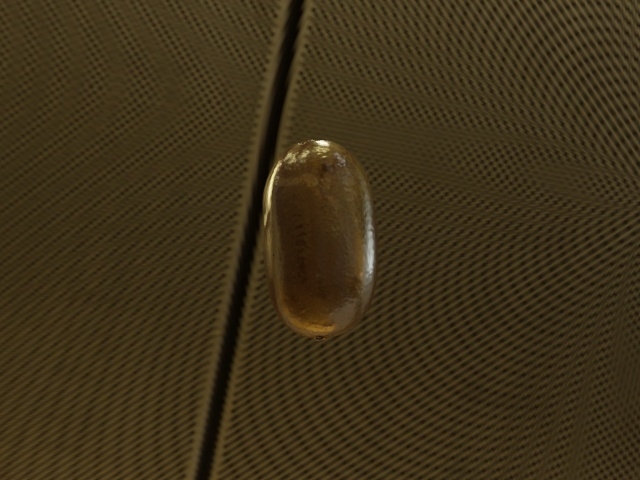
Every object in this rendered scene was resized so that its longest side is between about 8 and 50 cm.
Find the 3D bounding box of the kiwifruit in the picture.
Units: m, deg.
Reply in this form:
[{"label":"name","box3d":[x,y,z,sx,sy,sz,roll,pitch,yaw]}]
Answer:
[{"label":"kiwifruit","box3d":[0.000,0.000,0.901,0.075,0.075,0.124,-4,-98,14]}]
